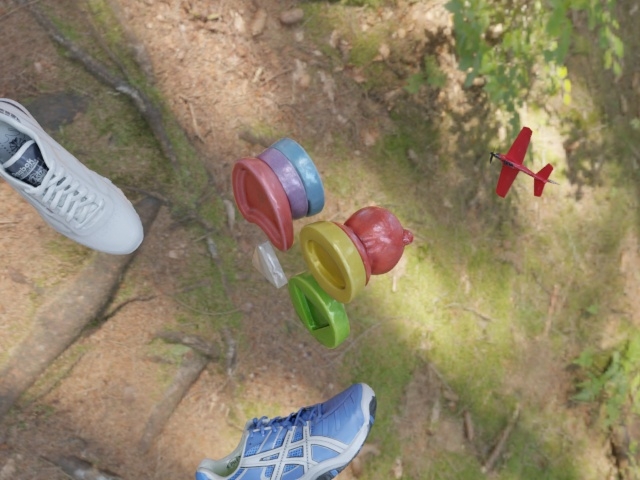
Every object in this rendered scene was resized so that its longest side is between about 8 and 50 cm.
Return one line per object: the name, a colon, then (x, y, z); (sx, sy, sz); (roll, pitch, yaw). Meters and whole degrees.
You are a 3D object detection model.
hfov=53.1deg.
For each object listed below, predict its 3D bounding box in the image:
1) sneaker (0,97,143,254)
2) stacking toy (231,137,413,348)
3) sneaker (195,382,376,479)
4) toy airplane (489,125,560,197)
sneaker: (-0.298, -0.060, 0.724); (0.235, 0.095, 0.090); (43, 83, -25)
stacking toy: (0.000, 0.000, 1.000); (0.130, 0.309, 0.279); (-29, 145, -23)
sneaker: (-0.034, 0.214, 0.660); (0.211, 0.080, 0.081); (-38, 101, -3)
toy airplane: (0.390, -0.137, 1.237); (0.028, 0.151, 0.151); (-16, 102, -46)
